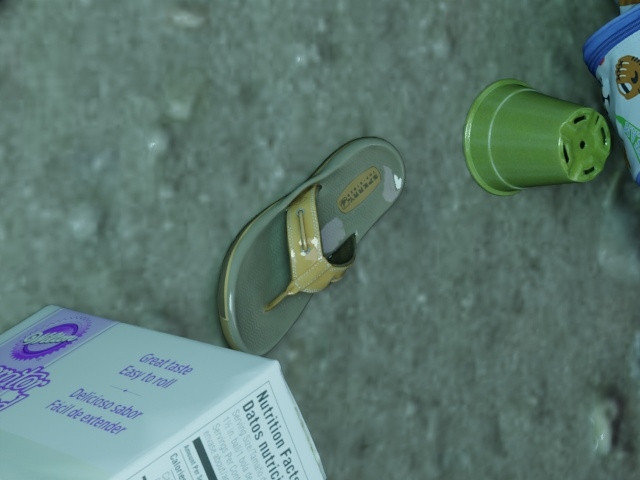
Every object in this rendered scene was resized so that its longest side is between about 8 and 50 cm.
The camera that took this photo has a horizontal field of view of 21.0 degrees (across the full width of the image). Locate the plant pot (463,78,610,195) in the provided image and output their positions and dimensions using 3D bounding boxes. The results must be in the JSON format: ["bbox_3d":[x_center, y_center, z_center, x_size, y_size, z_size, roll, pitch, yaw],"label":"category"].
[{"bbox_3d":[0.156,-0.069,1.196,0.083,0.079,0.083,-6,99,-38],"label":"plant pot"}]

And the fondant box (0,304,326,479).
[{"bbox_3d":[-0.193,0.162,0.859,0.330,0.238,0.096,-32,113,-30],"label":"fondant box"}]

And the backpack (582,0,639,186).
[{"bbox_3d":[0.311,-0.130,1.175,0.263,0.276,0.213,-12,72,-59],"label":"backpack"}]

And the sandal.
[{"bbox_3d":[0.000,0.000,1.105,0.180,0.049,0.072,-46,121,-23],"label":"sandal"}]
